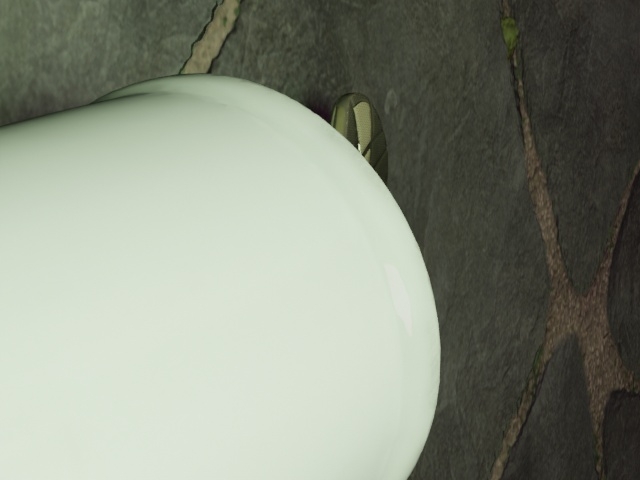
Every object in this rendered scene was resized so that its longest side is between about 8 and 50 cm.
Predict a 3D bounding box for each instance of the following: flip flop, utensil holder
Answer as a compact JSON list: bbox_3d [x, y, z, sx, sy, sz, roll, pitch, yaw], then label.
[{"bbox_3d":[0.000,0.000,1.349,0.112,0.080,0.277,-29,131,-62],"label":"flip flop"},{"bbox_3d":[-0.165,0.093,0.804,0.385,0.327,0.328,-22,111,-56],"label":"utensil holder"}]
